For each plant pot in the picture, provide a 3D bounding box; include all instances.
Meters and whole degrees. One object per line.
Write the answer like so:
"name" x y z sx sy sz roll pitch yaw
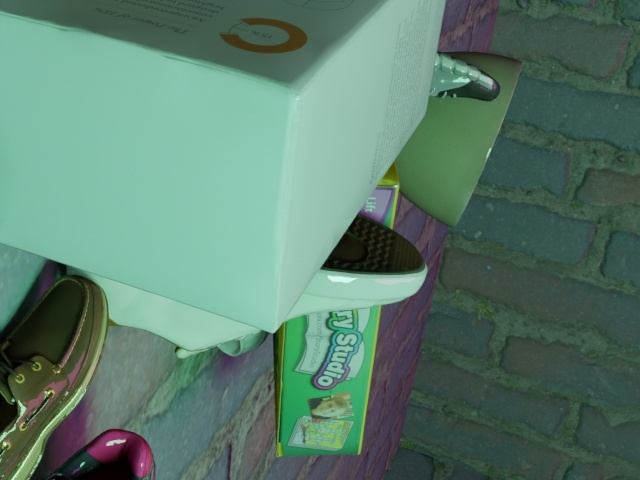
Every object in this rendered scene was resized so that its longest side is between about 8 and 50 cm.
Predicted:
"plant pot" 0.180 -0.188 1.473 0.284 0.190 0.284 22 90 -87

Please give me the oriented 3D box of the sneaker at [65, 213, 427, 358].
"sneaker" -0.060 0.035 0.757 0.106 0.290 0.123 -103 -159 -53

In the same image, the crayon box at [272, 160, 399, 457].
"crayon box" 0.000 0.000 1.006 0.313 0.106 0.363 -94 -173 -53

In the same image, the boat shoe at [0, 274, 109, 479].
"boat shoe" -0.208 0.101 0.636 0.178 0.064 0.060 -64 152 -16

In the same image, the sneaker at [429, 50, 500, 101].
"sneaker" 0.134 -0.213 1.311 0.086 0.228 0.132 -118 -130 -78

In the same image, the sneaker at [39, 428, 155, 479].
"sneaker" -0.216 0.242 0.641 0.299 0.120 0.112 -52 161 -61

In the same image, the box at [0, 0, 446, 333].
"box" -0.055 -0.123 0.665 0.345 0.215 0.168 -53 156 -52

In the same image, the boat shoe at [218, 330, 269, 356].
"boat shoe" -0.112 0.052 0.905 0.096 0.098 0.277 -49 158 -26
